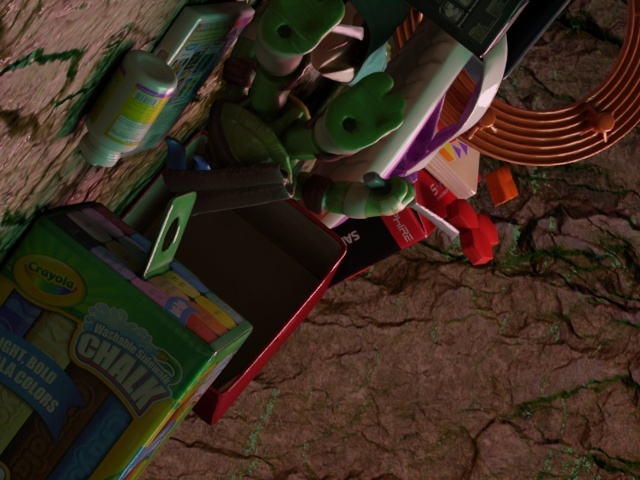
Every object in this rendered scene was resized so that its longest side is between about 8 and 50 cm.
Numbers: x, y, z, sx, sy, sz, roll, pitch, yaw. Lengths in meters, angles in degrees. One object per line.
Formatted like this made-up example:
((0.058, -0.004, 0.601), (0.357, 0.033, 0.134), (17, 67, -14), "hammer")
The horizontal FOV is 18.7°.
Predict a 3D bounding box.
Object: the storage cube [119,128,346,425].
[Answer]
((-0.107, 0.040, 1.870), (0.215, 0.184, 0.193), (-50, 176, -15), "storage cube")

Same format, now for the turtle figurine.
((0.012, -0.120, 1.613), (0.266, 0.275, 0.197), (135, -46, -72), "turtle figurine")

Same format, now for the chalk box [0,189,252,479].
((-0.180, 0.088, 1.575), (0.289, 0.179, 0.180), (-52, 176, 10), "chalk box")

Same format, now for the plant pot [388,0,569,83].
((0.155, -0.268, 2.171), (0.165, 0.166, 0.234), (-50, -175, -14), "plant pot")

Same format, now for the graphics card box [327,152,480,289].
((0.000, 0.000, 2.380), (0.371, 0.094, 0.233), (-27, -172, 27), "graphics card box")

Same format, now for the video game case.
((-0.117, -0.126, 1.521), (0.143, 0.019, 0.157), (-53, 174, 15), "video game case")

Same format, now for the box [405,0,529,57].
((0.128, -0.293, 1.568), (0.232, 0.183, 0.059), (-55, 175, 28), "box")

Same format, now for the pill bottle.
((-0.140, -0.093, 1.392), (0.083, 0.043, 0.043), (-53, 175, 27), "pill bottle")

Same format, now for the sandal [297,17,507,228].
((0.131, -0.156, 1.912), (0.416, 0.102, 0.169), (-53, -167, -1), "sandal")

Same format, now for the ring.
((0.233, -0.246, 2.045), (0.336, 0.336, 0.032), (-50, -165, -14), "ring")

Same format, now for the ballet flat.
((0.029, -0.212, 1.983), (0.087, 0.083, 0.247), (-24, 166, -18), "ballet flat")

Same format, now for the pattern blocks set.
((0.137, -0.138, 2.306), (0.026, 0.285, 0.325), (-32, -161, 28), "pattern blocks set")
